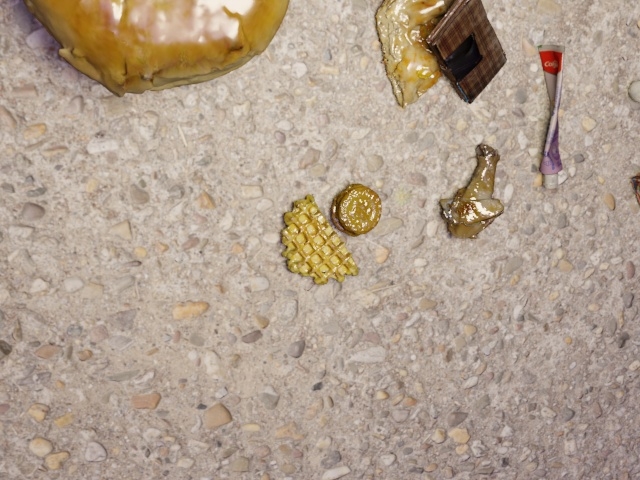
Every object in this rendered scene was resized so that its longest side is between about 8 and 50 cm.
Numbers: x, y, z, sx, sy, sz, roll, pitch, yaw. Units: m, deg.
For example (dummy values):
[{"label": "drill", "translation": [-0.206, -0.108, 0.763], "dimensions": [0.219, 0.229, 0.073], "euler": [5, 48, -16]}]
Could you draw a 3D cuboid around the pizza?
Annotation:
[{"label": "pizza", "translation": [0.197, -0.396, 1.176], "dimensions": [0.189, 0.071, 0.297], "euler": [23, 107, -25]}]

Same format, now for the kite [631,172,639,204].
[{"label": "kite", "translation": [0.789, -0.121, 1.467], "dimensions": [0.183, 0.014, 0.241], "euler": [0, 108, -19]}]

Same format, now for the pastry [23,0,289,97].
[{"label": "pastry", "translation": [-0.242, -0.415, 0.952], "dimensions": [0.409, 0.245, 0.410], "euler": [-4, 107, -12]}]

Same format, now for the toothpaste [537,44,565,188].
[{"label": "toothpaste", "translation": [0.480, -0.252, 1.308], "dimensions": [0.048, 0.075, 0.301], "euler": [-4, 114, 10]}]

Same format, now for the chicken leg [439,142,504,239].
[{"label": "chicken leg", "translation": [0.330, -0.094, 1.316], "dimensions": [0.125, 0.080, 0.196], "euler": [34, 96, -10]}]

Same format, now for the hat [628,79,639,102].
[{"label": "hat", "translation": [0.746, -0.316, 1.353], "dimensions": [0.162, 0.112, 0.094], "euler": [-7, 83, -2]}]

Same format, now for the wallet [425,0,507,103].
[{"label": "wallet", "translation": [0.276, -0.354, 1.171], "dimensions": [0.124, 0.042, 0.230], "euler": [-52, 149, 6]}]

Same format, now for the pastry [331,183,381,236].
[{"label": "pastry", "translation": [0.073, -0.059, 1.257], "dimensions": [0.097, 0.057, 0.109], "euler": [-6, 99, -24]}]

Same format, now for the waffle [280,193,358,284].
[{"label": "waffle", "translation": [0.000, 0.000, 1.272], "dimensions": [0.160, 0.046, 0.192], "euler": [-5, 110, -12]}]
